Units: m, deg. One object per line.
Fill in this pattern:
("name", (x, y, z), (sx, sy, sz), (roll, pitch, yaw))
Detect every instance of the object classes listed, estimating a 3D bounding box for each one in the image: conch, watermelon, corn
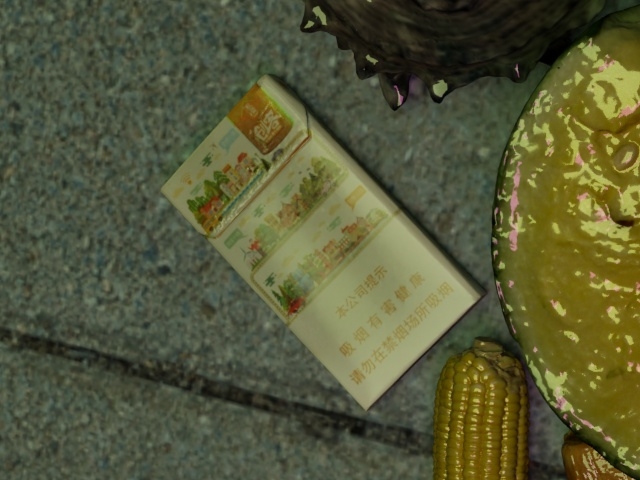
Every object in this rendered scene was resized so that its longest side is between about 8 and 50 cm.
("conch", (0.098, -0.230, 1.127), (0.240, 0.186, 0.313), (50, 127, 19))
("watermelon", (0.284, -0.008, 1.060), (0.331, 0.189, 0.330), (8, 111, 22))
("corn", (0.109, 0.168, 1.191), (0.067, 0.067, 0.206), (3, 95, 19))

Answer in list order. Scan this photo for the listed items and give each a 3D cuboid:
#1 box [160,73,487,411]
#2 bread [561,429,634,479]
("box", (0.000, 0.000, 1.234), (0.220, 0.032, 0.122), (47, 106, 11))
("bread", (0.209, 0.182, 1.166), (0.074, 0.053, 0.132), (-20, 90, 19))
